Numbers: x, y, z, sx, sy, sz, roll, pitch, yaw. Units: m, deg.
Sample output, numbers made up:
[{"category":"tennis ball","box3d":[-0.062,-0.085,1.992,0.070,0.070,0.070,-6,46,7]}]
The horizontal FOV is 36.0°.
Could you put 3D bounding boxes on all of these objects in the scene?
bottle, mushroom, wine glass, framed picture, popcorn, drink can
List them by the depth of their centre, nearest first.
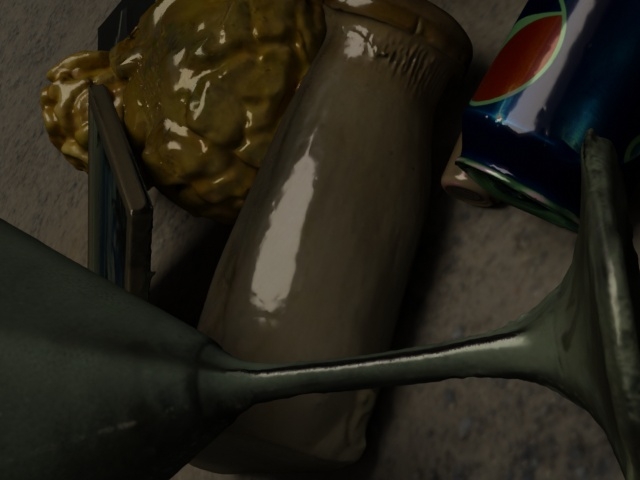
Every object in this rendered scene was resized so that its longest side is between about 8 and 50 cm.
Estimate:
[{"category":"wine glass","box3d":[-0.031,0.080,0.537,0.406,0.267,0.267,-8,58,19]},{"category":"drink can","box3d":[0.173,-0.111,0.607,0.118,0.118,0.204,32,94,55]},{"category":"bottle","box3d":[0.124,-0.075,0.710,0.045,0.045,0.096,9,72,54]},{"category":"mushroom","box3d":[0.002,0.004,0.740,0.154,0.138,0.407,18,88,68]},{"category":"popcorn","box3d":[-0.081,-0.133,0.898,0.250,0.190,0.250,-19,56,30]},{"category":"framed picture","box3d":[-0.192,0.045,0.919,0.232,0.024,0.314,-121,34,-51]},{"category":"popcorn","box3d":[-0.198,-0.117,1.049,0.163,0.194,0.140,11,78,12]}]

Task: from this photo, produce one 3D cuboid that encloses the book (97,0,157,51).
[{"category":"book","box3d":[-0.167,-0.292,1.197,0.374,0.028,0.262,-40,41,32]}]
